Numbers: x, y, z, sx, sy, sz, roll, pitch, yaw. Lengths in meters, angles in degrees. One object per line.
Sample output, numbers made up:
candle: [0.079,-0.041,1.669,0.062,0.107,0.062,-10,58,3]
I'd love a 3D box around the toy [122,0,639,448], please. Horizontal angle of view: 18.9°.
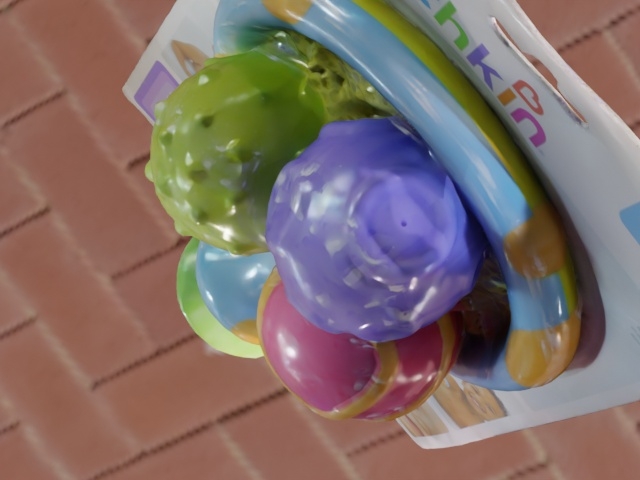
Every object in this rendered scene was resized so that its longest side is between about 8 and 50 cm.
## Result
toy: [0.000,0.000,0.440,0.056,0.237,0.137,-40,91,-14]
